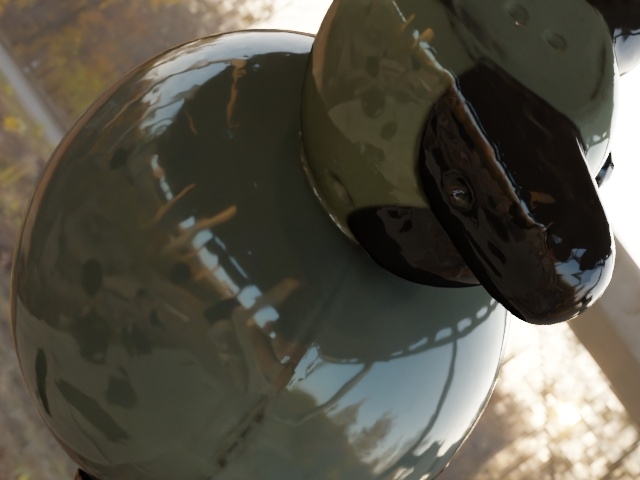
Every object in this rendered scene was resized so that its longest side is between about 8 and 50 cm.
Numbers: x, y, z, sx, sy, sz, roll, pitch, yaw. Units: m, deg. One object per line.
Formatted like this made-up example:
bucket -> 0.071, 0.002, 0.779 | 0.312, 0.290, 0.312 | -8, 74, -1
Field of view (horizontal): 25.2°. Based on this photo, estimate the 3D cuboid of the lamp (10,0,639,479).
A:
lamp -> 0.000, 0.000, 0.494 | 0.197, 0.244, 0.198 | 23, 49, -29
